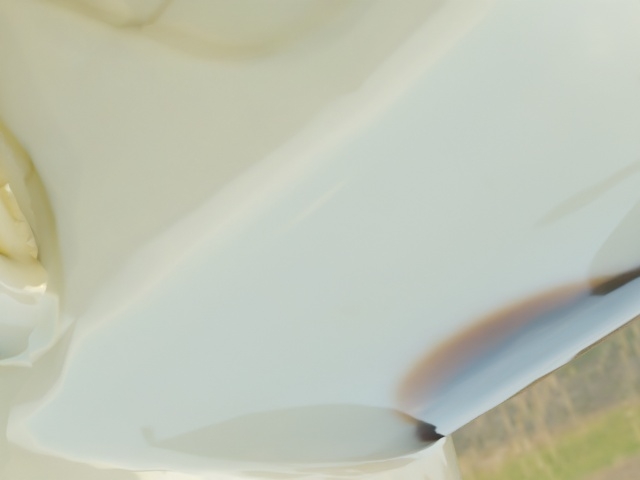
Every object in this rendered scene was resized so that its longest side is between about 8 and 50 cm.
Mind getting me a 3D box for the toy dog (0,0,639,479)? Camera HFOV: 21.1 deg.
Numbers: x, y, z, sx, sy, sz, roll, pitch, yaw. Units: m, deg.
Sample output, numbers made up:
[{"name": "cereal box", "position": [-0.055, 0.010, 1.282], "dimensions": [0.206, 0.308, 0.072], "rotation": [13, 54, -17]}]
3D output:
[{"name": "toy dog", "position": [0.000, 0.000, 0.537], "dimensions": [0.284, 0.395, 0.408], "rotation": [-17, 135, -63]}]
